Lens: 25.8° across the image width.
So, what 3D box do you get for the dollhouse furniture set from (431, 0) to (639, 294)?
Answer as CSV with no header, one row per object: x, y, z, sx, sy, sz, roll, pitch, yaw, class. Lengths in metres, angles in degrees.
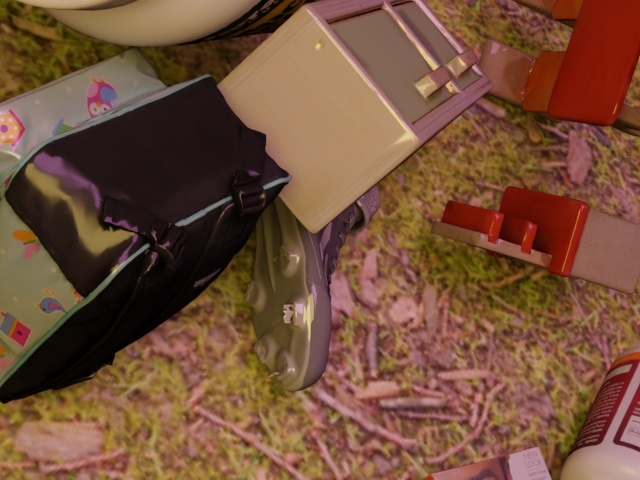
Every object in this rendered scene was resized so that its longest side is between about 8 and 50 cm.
0.189,-0.103,0.982,0.135,0.262,0.259,18,90,-25,dollhouse furniture set

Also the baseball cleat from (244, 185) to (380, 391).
0.000,0.000,0.916,0.109,0.072,0.206,8,64,-35,baseball cleat

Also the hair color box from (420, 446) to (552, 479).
0.121,0.223,0.877,0.093,0.053,0.167,-8,68,-33,hair color box

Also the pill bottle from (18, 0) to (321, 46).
-0.073,-0.204,0.780,0.188,0.188,0.334,50,20,2,pill bottle

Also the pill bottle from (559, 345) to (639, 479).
0.214,0.149,0.950,0.086,0.086,0.152,41,50,-5,pill bottle

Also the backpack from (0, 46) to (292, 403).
-0.134,-0.004,0.764,0.144,0.188,0.166,45,43,7,backpack

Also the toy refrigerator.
0.032,-0.097,0.893,0.102,0.094,0.269,50,20,1,toy refrigerator
